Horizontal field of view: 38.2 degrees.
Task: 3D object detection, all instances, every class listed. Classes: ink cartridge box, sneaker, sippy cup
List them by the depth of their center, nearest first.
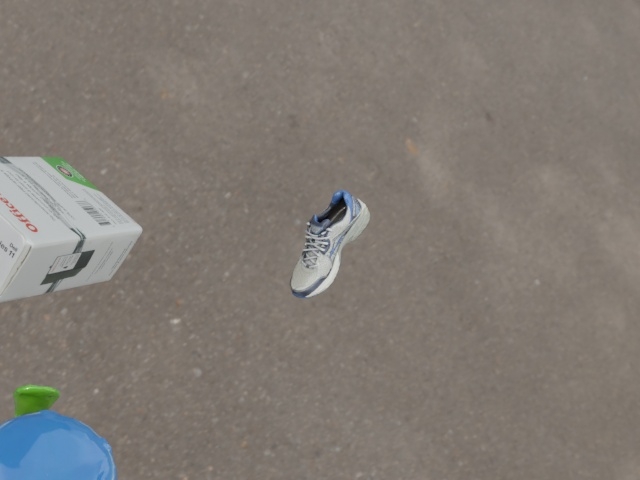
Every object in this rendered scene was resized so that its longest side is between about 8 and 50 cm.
[{"bbox_3d":[0.000,0.000,1.031,0.135,0.052,0.058,-59,144,-16],"label":"sneaker"},{"bbox_3d":[-0.326,-0.019,1.040,0.153,0.087,0.208,41,17,14],"label":"ink cartridge box"},{"bbox_3d":[-0.348,0.330,1.115,0.305,0.224,0.240,44,43,19],"label":"sippy cup"}]
